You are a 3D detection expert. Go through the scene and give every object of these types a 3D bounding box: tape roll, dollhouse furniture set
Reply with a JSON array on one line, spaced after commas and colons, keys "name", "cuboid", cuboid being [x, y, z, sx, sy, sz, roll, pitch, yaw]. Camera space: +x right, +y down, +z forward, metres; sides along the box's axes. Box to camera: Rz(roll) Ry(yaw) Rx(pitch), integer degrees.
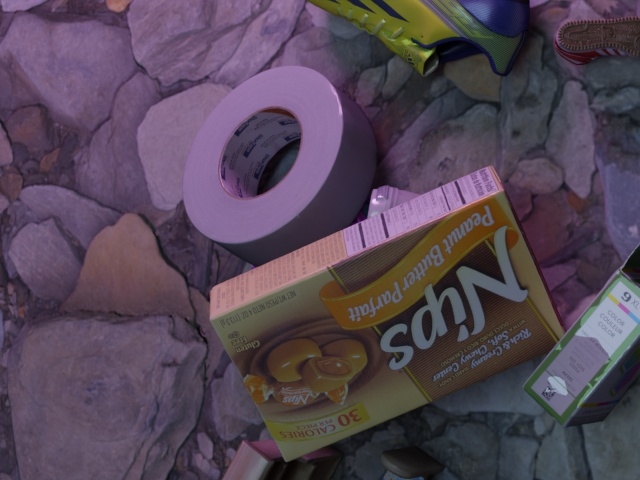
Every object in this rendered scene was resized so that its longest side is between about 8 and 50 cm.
[{"name": "tape roll", "cuboid": [-0.046, -0.082, 1.618, 0.219, 0.072, 0.219, -18, 56, 30]}, {"name": "dollhouse furniture set", "cuboid": [0.023, 0.316, 1.551, 0.242, 0.161, 0.212, 33, 104, 27]}]

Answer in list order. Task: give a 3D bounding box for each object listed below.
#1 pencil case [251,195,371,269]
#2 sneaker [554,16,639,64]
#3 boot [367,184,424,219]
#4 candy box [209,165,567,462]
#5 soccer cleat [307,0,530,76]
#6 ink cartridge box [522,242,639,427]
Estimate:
[{"name": "pencil case", "cuboid": [0.000, 0.000, 1.633, 0.152, 0.070, 0.064, -28, 75, 27]}, {"name": "sneaker", "cuboid": [0.296, -0.202, 1.491, 0.119, 0.067, 0.042, 4, 87, 0]}, {"name": "boot", "cuboid": [0.095, 0.072, 1.562, 0.123, 0.095, 0.258, 11, 116, 2]}, {"name": "candy box", "cuboid": [0.068, 0.075, 1.476, 0.317, 0.087, 0.182, -24, 111, 5]}, {"name": "soccer cleat", "cuboid": [0.088, -0.242, 1.582, 0.289, 0.093, 0.121, 14, 102, 31]}, {"name": "ink cartridge box", "cuboid": [0.298, 0.085, 1.431, 0.062, 0.109, 0.209, 43, 108, 24]}]
